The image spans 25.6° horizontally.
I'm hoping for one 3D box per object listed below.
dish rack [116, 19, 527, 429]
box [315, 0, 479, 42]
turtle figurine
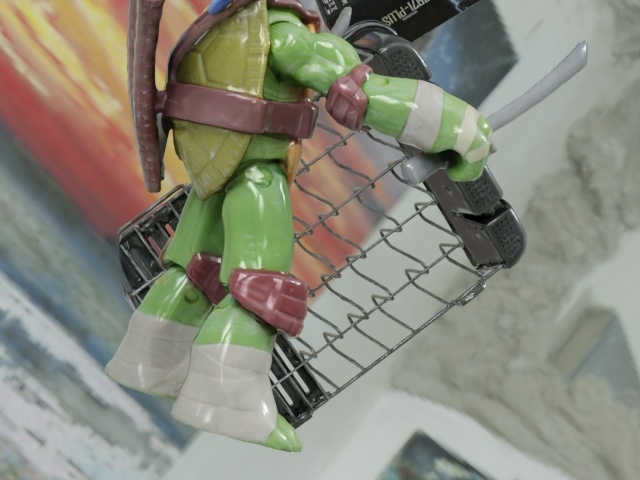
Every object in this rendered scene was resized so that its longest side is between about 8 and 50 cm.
[{"bbox_3d":[0.000,0.000,0.971,0.208,0.271,0.074,57,-11,-17],"label":"dish rack"},{"bbox_3d":[0.058,-0.266,1.282,0.077,0.147,0.180,48,16,-46],"label":"box"},{"bbox_3d":[0.004,-0.027,0.760,0.198,0.266,0.275,18,0,25],"label":"turtle figurine"}]
